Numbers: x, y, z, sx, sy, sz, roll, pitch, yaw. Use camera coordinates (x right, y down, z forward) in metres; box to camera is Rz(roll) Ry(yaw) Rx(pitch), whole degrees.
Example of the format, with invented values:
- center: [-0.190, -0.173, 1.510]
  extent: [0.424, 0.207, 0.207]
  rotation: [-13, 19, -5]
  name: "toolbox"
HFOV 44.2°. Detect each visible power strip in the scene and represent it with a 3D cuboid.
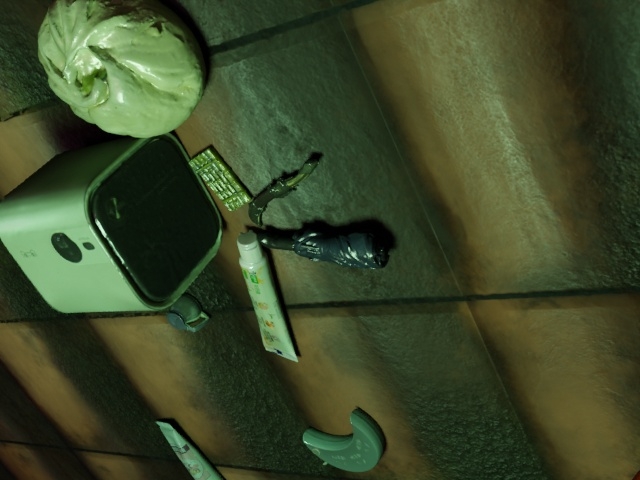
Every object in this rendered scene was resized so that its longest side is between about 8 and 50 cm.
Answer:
- center: [0.052, 0.426, 1.640]
  extent: [0.137, 0.044, 0.216]
  rotation: [43, 137, -8]
  name: "power strip"

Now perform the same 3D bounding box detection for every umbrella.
- center: [0.003, 0.005, 1.301]
  extent: [0.248, 0.071, 0.071]
  rotation: [6, 130, 38]
  name: "umbrella"

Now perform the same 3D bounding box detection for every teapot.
- center: [-0.272, 0.153, 1.600]
  extent: [0.088, 0.057, 0.066]
  rotation: [28, 137, 10]
  name: "teapot"

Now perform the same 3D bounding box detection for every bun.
- center: [-0.314, -0.258, 1.197]
  extent: [0.259, 0.160, 0.259]
  rotation: [19, 138, 18]
  name: "bun"

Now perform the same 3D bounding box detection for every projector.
- center: [-0.357, -0.027, 1.357]
  extent: [0.249, 0.248, 0.248]
  rotation: [-5, 124, 36]
  name: "projector"

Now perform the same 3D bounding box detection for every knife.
- center: [-0.068, -0.083, 1.287]
  extent: [0.045, 0.021, 0.222]
  rotation: [30, 142, -15]
  name: "knife"

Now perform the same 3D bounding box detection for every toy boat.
- center: [-0.170, -0.103, 1.340]
  extent: [0.063, 0.016, 0.115]
  rotation: [-25, 110, 43]
  name: "toy boat"

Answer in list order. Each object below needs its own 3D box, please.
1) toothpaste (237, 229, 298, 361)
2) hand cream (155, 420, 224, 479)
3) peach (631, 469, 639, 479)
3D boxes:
- center: [-0.101, 0.114, 1.463]
  extent: [0.056, 0.058, 0.314]
  rotation: [-17, 131, -5]
  name: "toothpaste"
- center: [-0.302, 0.580, 2.003]
  extent: [0.085, 0.058, 0.331]
  rotation: [-8, 118, 57]
  name: "hand cream"
- center: [0.573, 0.406, 1.166]
  extent: [0.226, 0.190, 0.196]
  rotation: [-2, 91, 14]
  name: "peach"
